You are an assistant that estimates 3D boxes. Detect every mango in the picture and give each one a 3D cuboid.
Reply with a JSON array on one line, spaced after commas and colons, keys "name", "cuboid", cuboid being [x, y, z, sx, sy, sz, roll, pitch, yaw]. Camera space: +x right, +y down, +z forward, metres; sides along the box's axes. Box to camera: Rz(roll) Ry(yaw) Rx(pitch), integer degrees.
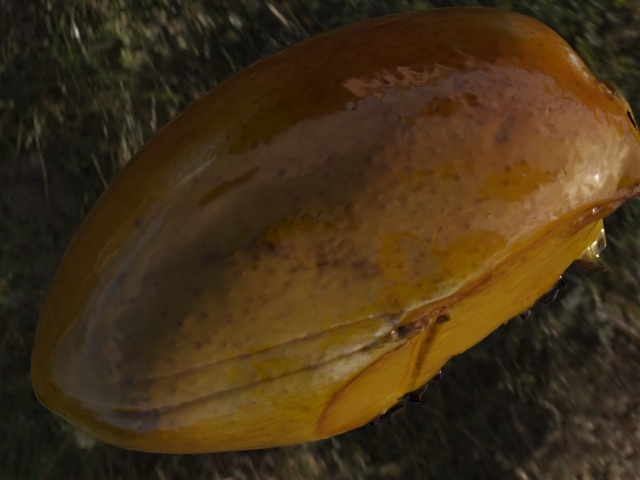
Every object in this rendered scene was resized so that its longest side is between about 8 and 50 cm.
[{"name": "mango", "cuboid": [0.000, 0.000, 0.750, 0.252, 0.126, 0.154, -28, 144, -5]}]
